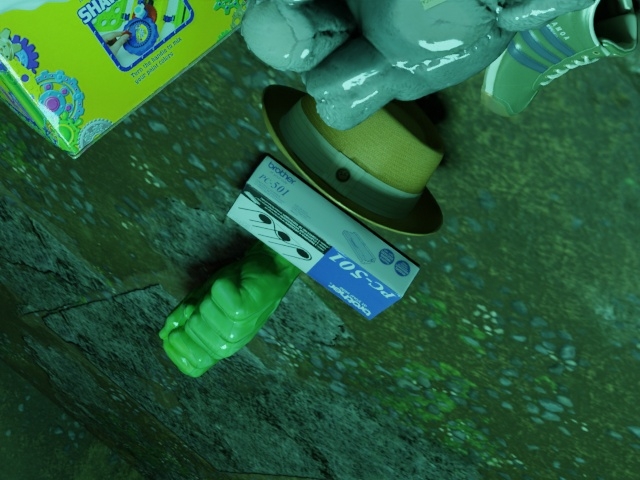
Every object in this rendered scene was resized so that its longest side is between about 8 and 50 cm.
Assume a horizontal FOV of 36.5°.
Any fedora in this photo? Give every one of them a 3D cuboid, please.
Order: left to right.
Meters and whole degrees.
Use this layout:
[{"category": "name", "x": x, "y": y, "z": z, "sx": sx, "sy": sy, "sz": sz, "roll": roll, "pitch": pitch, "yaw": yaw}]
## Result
[{"category": "fedora", "x": 0.043, "y": -0.089, "z": 0.829, "sx": 0.194, "sy": 0.194, "sz": 0.079, "roll": 37, "pitch": 114, "yaw": -4}]

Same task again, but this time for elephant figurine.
[{"category": "elephant figurine", "x": 0.055, "y": -0.186, "z": 0.624, "sx": 0.186, "sy": 0.239, "sz": 0.169, "roll": 42, "pitch": 122, "yaw": -6}]

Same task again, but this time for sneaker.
[{"category": "sneaker", "x": 0.171, "y": -0.141, "z": 0.665, "sx": 0.086, "sy": 0.064, "sz": 0.192, "roll": 31, "pitch": 149, "yaw": 16}]

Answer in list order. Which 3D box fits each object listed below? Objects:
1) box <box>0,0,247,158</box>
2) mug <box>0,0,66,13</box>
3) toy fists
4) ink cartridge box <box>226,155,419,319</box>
[{"category": "box", "x": -0.242, "y": -0.253, "z": 0.719, "sx": 0.290, "sy": 0.177, "sz": 0.279, "roll": 34, "pitch": 161, "yaw": 51}, {"category": "mug", "x": -0.143, "y": -0.213, "z": 0.367, "sx": 0.374, "sy": 0.328, "sz": 0.276, "roll": -133, "pitch": 37, "yaw": -59}, {"category": "toy fists", "x": -0.131, "y": 0.093, "z": 1.257, "sx": 0.096, "sy": 0.142, "sz": 0.279, "roll": 40, "pitch": 151, "yaw": -9}, {"category": "ink cartridge box", "x": 0.000, "y": 0.000, "z": 1.079, "sx": 0.207, "sy": 0.046, "sz": 0.097, "roll": 36, "pitch": 153, "yaw": -4}]
